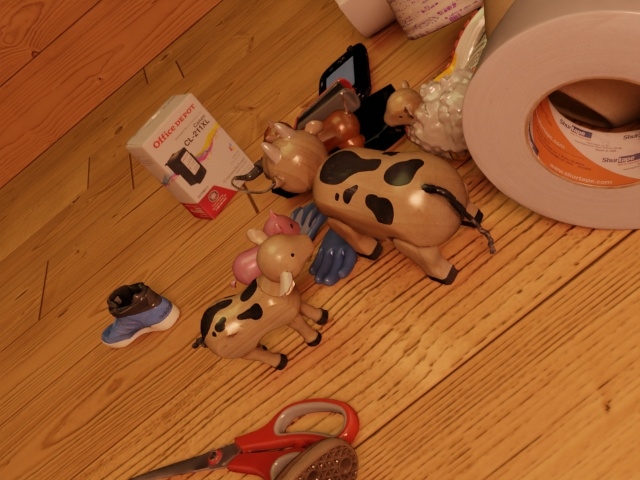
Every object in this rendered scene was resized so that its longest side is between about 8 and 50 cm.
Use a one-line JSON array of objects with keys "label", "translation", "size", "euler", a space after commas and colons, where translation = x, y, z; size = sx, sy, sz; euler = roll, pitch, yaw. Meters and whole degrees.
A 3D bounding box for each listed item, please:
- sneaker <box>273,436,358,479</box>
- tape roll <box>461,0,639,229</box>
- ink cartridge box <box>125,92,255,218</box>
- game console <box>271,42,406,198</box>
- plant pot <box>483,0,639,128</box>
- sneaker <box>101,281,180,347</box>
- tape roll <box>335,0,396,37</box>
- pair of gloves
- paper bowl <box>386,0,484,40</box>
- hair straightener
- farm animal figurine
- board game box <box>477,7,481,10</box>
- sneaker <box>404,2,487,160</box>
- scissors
[{"label": "sneaker", "translation": [-0.049, 0.226, 0.515], "size": [0.188, 0.066, 0.071], "euler": [-50, 31, -16]}, {"label": "tape roll", "translation": [0.230, -0.106, 0.526], "size": [0.219, 0.219, 0.072], "euler": [-8, 43, 42]}, {"label": "ink cartridge box", "translation": [-0.214, -0.140, 1.097], "size": [0.072, 0.175, 0.127], "euler": [10, 58, 53]}, {"label": "game console", "translation": [0.025, -0.208, 1.050], "size": [0.213, 0.044, 0.361], "euler": [-27, 33, 21]}, {"label": "plant pot", "translation": [0.267, -0.220, 0.617], "size": [0.190, 0.284, 0.284], "euler": [-62, 29, 10]}, {"label": "sneaker", "translation": [-0.286, 0.105, 0.955], "size": [0.152, 0.084, 0.058], "euler": [-19, 38, 32]}, {"label": "tape roll", "translation": [0.092, -0.511, 1.163], "size": [0.169, 0.246, 0.246], "euler": [-29, 33, 19]}, {"label": "pair of gloves", "translation": [0.000, 0.000, 0.837], "size": [0.198, 0.023, 0.159], "euler": [-10, 44, 42]}, {"label": "paper bowl", "translation": [0.206, -0.398, 0.859], "size": [0.284, 0.148, 0.284], "euler": [-31, 15, 9]}, {"label": "hair straightener", "translation": [-0.038, -0.142, 0.952], "size": [0.230, 0.047, 0.089], "euler": [-35, 32, 11]}, {"label": "farm animal figurine", "translation": [0.010, -0.032, 0.678], "size": [0.327, 0.172, 0.330], "euler": [-3, 61, 35]}, {"label": "board game box", "translation": [0.376, -0.347, 0.840], "size": [0.347, 0.056, 0.208], "euler": [-26, 30, 24]}, {"label": "sneaker", "translation": [0.201, -0.193, 0.777], "size": [0.093, 0.088, 0.225], "euler": [42, 107, 33]}, {"label": "scissors", "translation": [-0.088, 0.213, 0.672], "size": [0.297, 0.021, 0.109], "euler": [-13, 43, 40]}]
